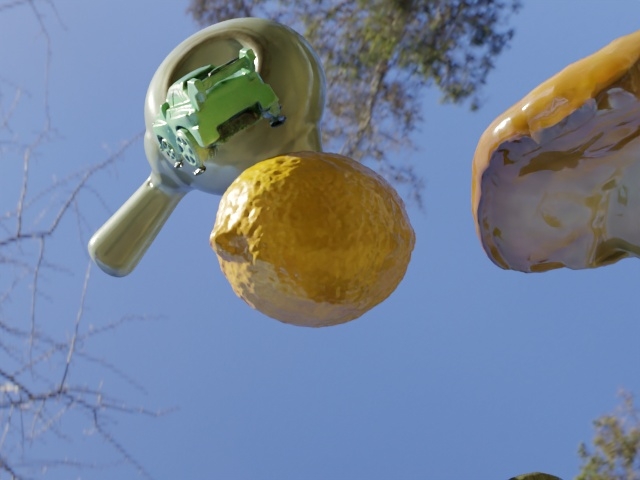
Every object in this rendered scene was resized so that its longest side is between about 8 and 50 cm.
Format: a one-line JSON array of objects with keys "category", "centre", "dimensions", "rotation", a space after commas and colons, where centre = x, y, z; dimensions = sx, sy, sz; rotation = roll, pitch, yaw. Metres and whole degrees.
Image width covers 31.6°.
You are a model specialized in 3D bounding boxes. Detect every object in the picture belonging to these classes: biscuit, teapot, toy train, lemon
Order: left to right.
[{"category": "teapot", "centre": [-0.134, -0.112, 1.250], "dimensions": [0.318, 0.149, 0.220], "rotation": [-19, -126, 17]}, {"category": "toy train", "centre": [-0.095, -0.115, 0.976], "dimensions": [0.099, 0.149, 0.081], "rotation": [-35, -69, -20]}, {"category": "lemon", "centre": [0.000, 0.000, 0.905], "dimensions": [0.187, 0.142, 0.142], "rotation": [2, -118, -35]}, {"category": "biscuit", "centre": [0.202, -0.044, 0.434], "dimensions": [0.299, 0.154, 0.045], "rotation": [-2, -130, 15]}]

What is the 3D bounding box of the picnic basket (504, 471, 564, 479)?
[{"category": "picnic basket", "centre": [0.126, 0.270, 0.757], "dimensions": [0.134, 0.196, 0.154], "rotation": [-21, -127, -22]}]
